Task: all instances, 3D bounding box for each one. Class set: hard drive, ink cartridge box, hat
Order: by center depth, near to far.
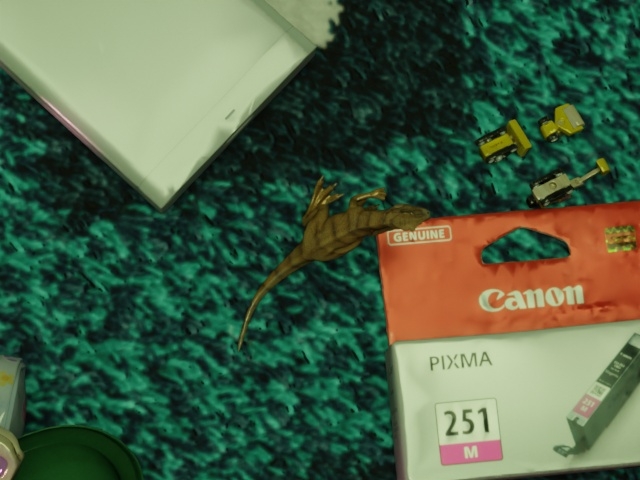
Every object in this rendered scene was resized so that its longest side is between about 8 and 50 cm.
[{"bbox_3d":[-0.181,0.261,1.555,0.208,0.183,0.173,-32,128,-11],"label":"hat"},{"bbox_3d":[0.194,0.085,1.710,0.275,0.060,0.239,-5,81,-5],"label":"ink cartridge box"},{"bbox_3d":[-0.185,-0.200,1.742,0.307,0.040,0.203,42,79,3],"label":"hard drive"}]

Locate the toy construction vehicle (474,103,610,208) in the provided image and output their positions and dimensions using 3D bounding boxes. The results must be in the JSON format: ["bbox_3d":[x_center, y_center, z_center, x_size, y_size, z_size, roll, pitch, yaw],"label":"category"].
[{"bbox_3d":[0.199,-0.073,1.754,0.098,0.035,0.086,-28,72,-11],"label":"toy construction vehicle"}]

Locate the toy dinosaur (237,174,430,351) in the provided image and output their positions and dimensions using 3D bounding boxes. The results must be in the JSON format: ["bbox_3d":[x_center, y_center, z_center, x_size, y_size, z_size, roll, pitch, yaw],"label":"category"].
[{"bbox_3d":[0.000,0.000,1.699,0.211,0.112,0.064,-32,109,30],"label":"toy dinosaur"}]

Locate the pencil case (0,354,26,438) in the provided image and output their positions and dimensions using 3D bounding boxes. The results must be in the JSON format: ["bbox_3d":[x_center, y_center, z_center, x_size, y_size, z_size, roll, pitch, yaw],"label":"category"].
[{"bbox_3d":[-0.380,0.140,1.626,0.273,0.113,0.124,7,67,-4],"label":"pencil case"}]

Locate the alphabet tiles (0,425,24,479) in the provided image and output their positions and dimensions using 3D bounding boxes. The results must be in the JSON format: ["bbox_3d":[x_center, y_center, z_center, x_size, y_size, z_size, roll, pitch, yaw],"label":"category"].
[{"bbox_3d":[-0.340,0.223,1.560,0.278,0.284,0.021,30,35,0],"label":"alphabet tiles"}]
